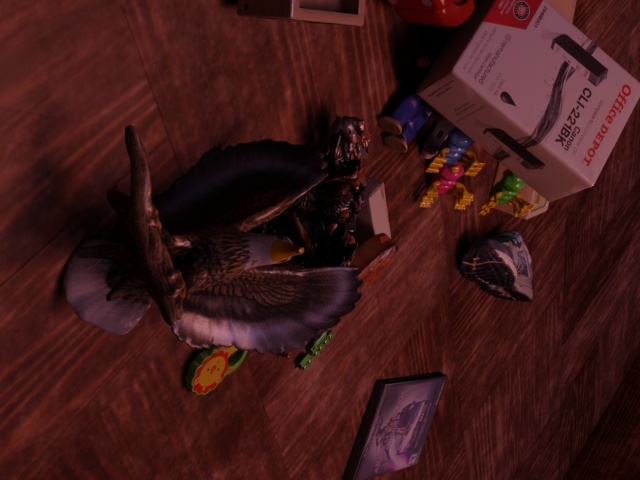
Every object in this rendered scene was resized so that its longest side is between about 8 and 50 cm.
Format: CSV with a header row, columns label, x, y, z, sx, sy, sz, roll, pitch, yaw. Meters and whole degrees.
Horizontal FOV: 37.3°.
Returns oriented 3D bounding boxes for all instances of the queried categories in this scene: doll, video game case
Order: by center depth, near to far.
label,x,y,z,sx,sy,sz,roll,pitch,yaw
doll,0.159,-0.223,1.430,0.189,0.046,0.129,-51,142,-25
video game case,0.149,0.353,1.810,0.274,0.026,0.196,6,104,-59

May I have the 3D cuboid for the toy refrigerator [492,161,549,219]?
label,x,y,z,sx,sy,sz,roll,pitch,yaw
toy refrigerator,0.410,-0.185,1.799,0.102,0.094,0.270,-18,124,-52

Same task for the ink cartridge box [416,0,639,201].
label,x,y,z,sx,sy,sz,roll,pitch,yaw
ink cartridge box,0.310,-0.218,1.386,0.272,0.114,0.197,37,70,-13

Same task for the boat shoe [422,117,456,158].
label,x,y,z,sx,sy,sz,roll,pitch,yaw
boat shoe,0.196,-0.169,1.542,0.100,0.035,0.035,-53,174,-29

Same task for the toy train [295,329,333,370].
label,x,y,z,sx,sy,sz,roll,pitch,yaw
toy train,-0.009,0.164,1.450,0.083,0.017,0.024,-49,134,-28

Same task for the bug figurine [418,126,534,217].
label,x,y,z,sx,sy,sz,roll,pitch,yaw
bug figurine,0.280,-0.117,1.535,0.216,0.278,0.072,128,-38,-56

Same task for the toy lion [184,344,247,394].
label,x,y,z,sx,sy,sz,roll,pitch,yaw
toy lion,-0.134,0.157,1.242,0.100,0.034,0.096,0,116,-58

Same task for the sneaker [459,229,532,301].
label,x,y,z,sx,sy,sz,roll,pitch,yaw
sneaker,0.350,0.031,1.867,0.283,0.110,0.122,38,59,-61

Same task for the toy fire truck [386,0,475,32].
label,x,y,z,sx,sy,sz,roll,pitch,yaw
toy fire truck,0.179,-0.363,1.303,0.217,0.158,0.246,-55,137,-21

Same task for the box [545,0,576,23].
label,x,y,z,sx,sy,sz,roll,pitch,yaw
box,0.325,-0.336,1.542,0.148,0.121,0.311,-32,135,-44

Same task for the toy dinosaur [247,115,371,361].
label,x,y,z,sx,sy,sz,roll,pitch,yaw
toy dinosaur,0.000,0.000,1.244,0.218,0.164,0.322,-19,105,-71

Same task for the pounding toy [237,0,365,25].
label,x,y,z,sx,sy,sz,roll,pitch,yaw
pounding toy,-0.035,-0.343,1.018,0.181,0.094,0.206,-10,108,-49

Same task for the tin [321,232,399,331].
label,x,y,z,sx,sy,sz,roll,pitch,yaw
tin,0.038,0.063,1.366,0.190,0.040,0.106,-50,169,24

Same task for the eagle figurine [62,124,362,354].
label,x,y,z,sx,sy,sz,roll,pitch,yaw
eagle figurine,-0.099,0.012,1.017,0.298,0.225,0.226,-9,127,-63

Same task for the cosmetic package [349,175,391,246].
label,x,y,z,sx,sy,sz,roll,pitch,yaw
cosmetic package,0.065,-0.040,1.391,0.041,0.060,0.115,-48,145,-32
